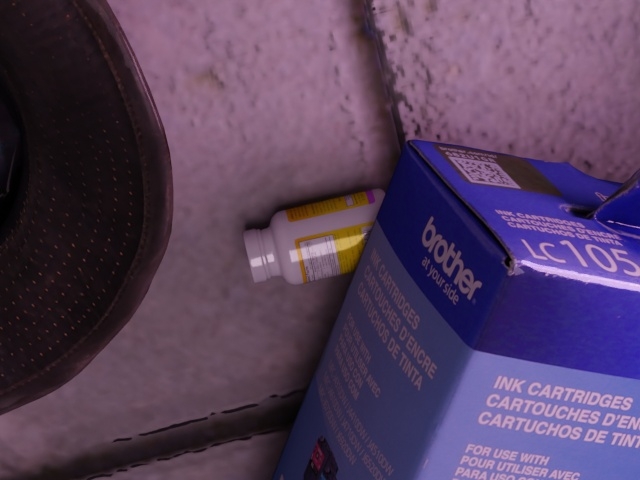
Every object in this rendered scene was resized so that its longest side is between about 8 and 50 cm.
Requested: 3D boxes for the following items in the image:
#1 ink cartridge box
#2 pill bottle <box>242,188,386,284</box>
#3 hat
[{"bbox_3d":[0.136,0.109,0.979,0.270,0.151,0.395,10,114,-26],"label":"ink cartridge box"},{"bbox_3d":[0.000,0.000,0.982,0.083,0.043,0.043,-13,118,-2],"label":"pill bottle"},{"bbox_3d":[-0.223,-0.071,0.854,0.331,0.134,0.331,2,115,5],"label":"hat"}]
